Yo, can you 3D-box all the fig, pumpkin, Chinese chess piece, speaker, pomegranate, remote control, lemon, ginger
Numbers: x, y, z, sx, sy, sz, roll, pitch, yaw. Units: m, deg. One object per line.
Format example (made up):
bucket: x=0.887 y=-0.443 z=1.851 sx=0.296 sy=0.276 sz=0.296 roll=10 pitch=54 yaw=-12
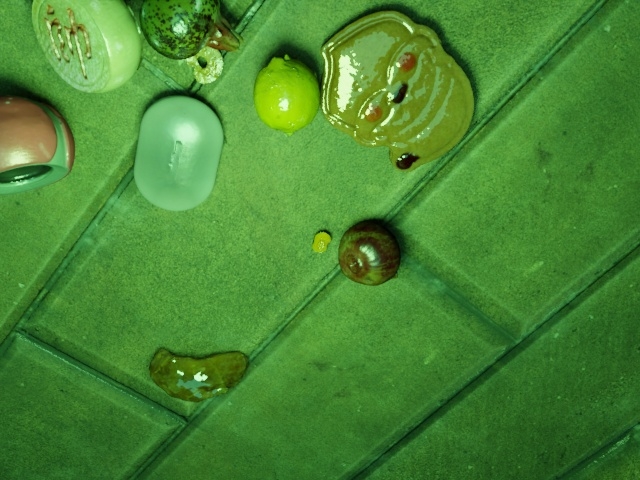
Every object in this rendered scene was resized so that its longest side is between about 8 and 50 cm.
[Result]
fig: x=0.152 y=0.037 z=1.767 sx=0.205 sy=0.205 sz=0.205 roll=-1 pitch=119 yaw=-2
pumpkin: x=0.001 y=0.000 z=1.821 sx=0.050 sy=0.028 sz=0.083 roll=16 pitch=126 yaw=-12
Chinese chess piece: x=-0.550 y=-0.485 z=1.426 sx=0.270 sy=0.112 sz=0.270 roll=20 pitch=133 yaw=23
speaker: x=-0.778 y=-0.232 z=1.520 sx=0.294 sy=0.294 sz=0.294 roll=-1 pitch=119 yaw=-2
pomegranate: x=-0.300 y=-0.518 z=1.430 sx=0.248 sy=0.214 sz=0.214 roll=23 pitch=116 yaw=-24
remote control: x=-0.385 y=-0.230 z=1.637 sx=0.221 sy=0.103 sz=0.332 roll=10 pitch=118 yaw=-15
lemon: x=-0.086 y=-0.372 z=1.532 sx=0.173 sy=0.173 sz=0.206 roll=-6 pitch=130 yaw=1
ginger: x=-0.400 y=0.445 z=1.980 sx=0.321 sy=0.172 sz=0.165 roll=4 pitch=158 yaw=-7

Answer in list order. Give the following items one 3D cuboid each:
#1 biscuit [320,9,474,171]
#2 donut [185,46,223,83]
biscuit: x=0.200 y=-0.395 z=1.594 sx=0.455 sy=0.078 sz=0.350 roll=30 pitch=110 yaw=-17
donut: x=-0.296 y=-0.461 z=1.547 sx=0.097 sy=0.043 sz=0.108 roll=-21 pitch=115 yaw=9
